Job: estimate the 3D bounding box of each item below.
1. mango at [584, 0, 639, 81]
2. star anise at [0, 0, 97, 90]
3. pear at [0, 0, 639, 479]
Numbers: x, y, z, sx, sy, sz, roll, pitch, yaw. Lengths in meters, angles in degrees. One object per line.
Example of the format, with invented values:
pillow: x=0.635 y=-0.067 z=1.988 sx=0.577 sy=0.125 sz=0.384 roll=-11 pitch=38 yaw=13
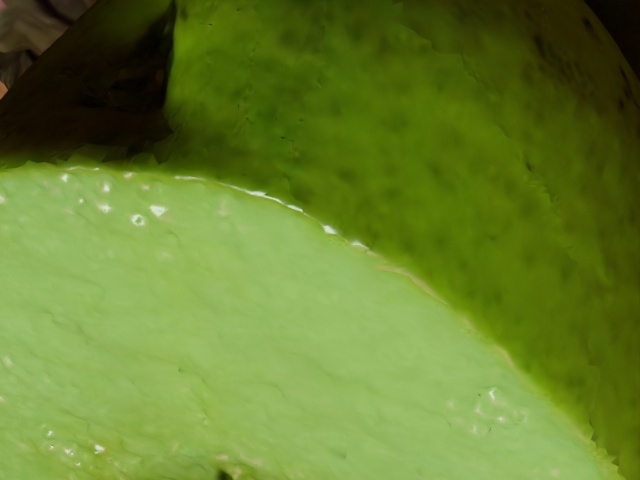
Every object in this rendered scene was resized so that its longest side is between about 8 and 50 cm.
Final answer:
mango: x=0.133 y=-0.079 z=0.544 sx=0.122 sy=0.085 sz=0.191 roll=-15 pitch=136 yaw=3
star anise: x=-0.030 y=-0.079 z=0.686 sx=0.315 sy=0.108 sz=0.315 roll=22 pitch=150 yaw=14
pear: x=0.000 y=0.000 z=0.540 sx=0.292 sy=0.159 sz=0.292 roll=15 pitch=144 yaw=11
